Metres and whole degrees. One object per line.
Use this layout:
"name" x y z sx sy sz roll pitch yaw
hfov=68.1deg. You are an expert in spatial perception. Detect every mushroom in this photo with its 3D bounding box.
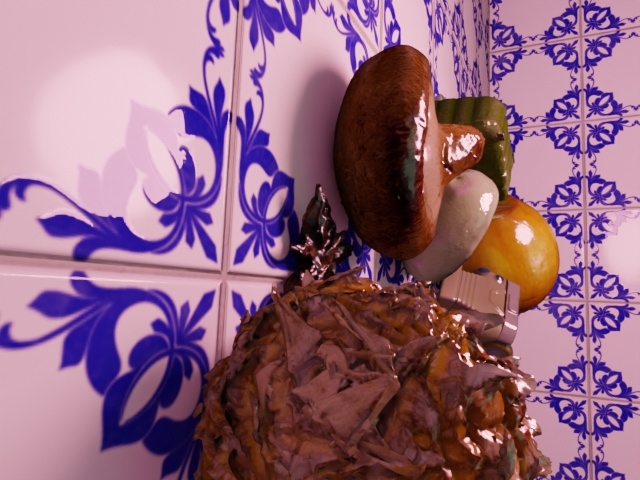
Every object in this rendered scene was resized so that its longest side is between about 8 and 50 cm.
"mushroom" 0.130 -0.136 0.808 0.345 0.239 0.345 30 49 -41

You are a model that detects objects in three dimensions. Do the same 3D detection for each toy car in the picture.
"toy car" 0.365 0.241 1.265 0.242 0.226 0.336 -60 174 -47

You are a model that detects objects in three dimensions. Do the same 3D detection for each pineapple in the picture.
"pineapple" 0.052 0.195 0.470 0.300 0.352 0.353 67 33 -44

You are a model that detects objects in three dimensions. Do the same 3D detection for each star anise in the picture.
"star anise" -0.004 0.000 0.681 0.212 0.053 0.157 -8 97 -62

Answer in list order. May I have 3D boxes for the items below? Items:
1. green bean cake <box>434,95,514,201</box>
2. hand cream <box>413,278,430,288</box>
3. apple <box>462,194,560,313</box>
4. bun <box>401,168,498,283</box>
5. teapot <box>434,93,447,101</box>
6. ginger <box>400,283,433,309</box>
"green bean cake" 0.333 -0.217 1.161 0.250 0.246 0.156 61 39 -41
"hand cream" 0.270 0.113 1.259 0.174 0.047 0.076 -57 140 -35
"apple" 0.517 0.037 1.444 0.384 0.374 0.375 -143 -140 -65
"bun" 0.252 -0.049 1.053 0.283 0.179 0.283 -59 -178 4
"teapot" 0.418 -0.324 1.429 0.337 0.200 0.271 -9 72 -62
"ginger" 0.228 0.173 1.125 0.103 0.073 0.162 46 51 -47
